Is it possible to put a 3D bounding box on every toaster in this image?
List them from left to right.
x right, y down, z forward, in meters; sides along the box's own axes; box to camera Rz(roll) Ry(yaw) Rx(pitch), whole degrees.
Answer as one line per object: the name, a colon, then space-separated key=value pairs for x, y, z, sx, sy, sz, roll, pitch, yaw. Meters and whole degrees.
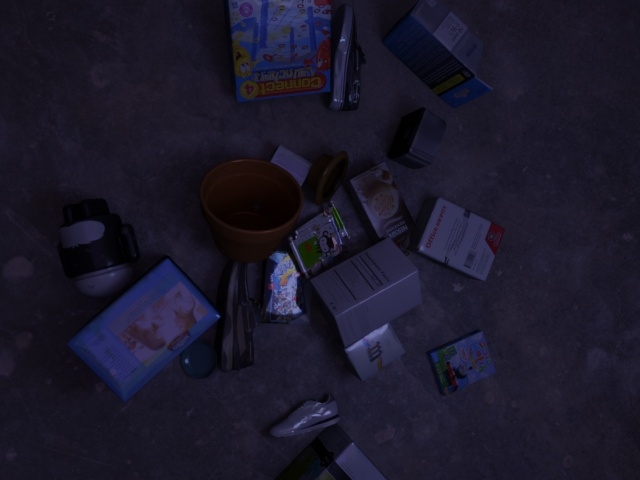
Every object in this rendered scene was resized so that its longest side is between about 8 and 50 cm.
toaster: x=0.312 y=-0.326 z=1.834 sx=0.110 sy=0.168 sz=0.185 roll=23 pitch=83 yaw=-14

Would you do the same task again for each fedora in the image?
fedora: x=0.014 y=-0.208 z=1.772 sx=0.079 sy=0.194 sz=0.194 roll=31 pitch=81 yaw=16

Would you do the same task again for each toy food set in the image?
toy food set: x=0.264 y=0.038 z=1.858 sx=0.078 sy=0.019 sz=0.122 roll=-16 pitch=135 yaw=-14

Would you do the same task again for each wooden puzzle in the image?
wooden puzzle: x=0.052 y=0.041 z=1.847 sx=0.083 sy=0.006 sz=0.049 roll=-2 pitch=90 yaw=-15

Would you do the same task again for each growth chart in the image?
growth chart: x=0.000 y=0.000 z=1.792 sx=0.237 sy=0.021 sz=0.172 roll=-40 pitch=108 yaw=-29

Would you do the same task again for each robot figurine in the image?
robot figurine: x=-0.633 y=0.023 z=1.584 sx=0.174 sy=0.209 sz=0.278 roll=-17 pitch=93 yaw=-35

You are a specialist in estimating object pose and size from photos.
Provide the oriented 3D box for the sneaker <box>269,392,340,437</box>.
sneaker: x=-0.056 y=0.565 z=1.786 sx=0.235 sy=0.090 sz=0.094 roll=-13 pitch=80 yaw=-18

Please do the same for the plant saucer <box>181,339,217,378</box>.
plant saucer: x=-0.366 y=0.362 z=1.707 sx=0.119 sy=0.021 sz=0.119 roll=-1 pitch=88 yaw=15

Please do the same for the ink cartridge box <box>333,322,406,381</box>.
ink cartridge box: x=0.156 y=0.347 z=1.811 sx=0.176 sy=0.128 sz=0.127 roll=-30 pitch=97 yaw=-12

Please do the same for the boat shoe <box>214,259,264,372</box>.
boat shoe: x=-0.247 y=0.226 z=1.718 sx=0.130 sy=0.132 sz=0.355 roll=3 pitch=98 yaw=-25

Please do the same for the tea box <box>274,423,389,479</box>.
tea box: x=0.057 y=0.818 z=1.736 sx=0.323 sy=0.220 sz=0.329 roll=-41 pitch=99 yaw=-12

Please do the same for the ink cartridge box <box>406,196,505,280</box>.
ink cartridge box: x=0.456 y=-0.005 z=1.899 sx=0.273 sy=0.114 sz=0.197 roll=24 pitch=85 yaw=-14

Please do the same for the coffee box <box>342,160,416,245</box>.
coffee box: x=0.194 y=-0.117 z=1.837 sx=0.141 sy=0.098 sz=0.246 roll=-29 pitch=97 yaw=-12

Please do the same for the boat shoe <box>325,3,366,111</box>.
boat shoe: x=0.087 y=-0.585 z=1.815 sx=0.119 sy=0.121 sz=0.335 roll=2 pitch=100 yaw=-23

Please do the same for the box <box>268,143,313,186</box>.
box: x=-0.114 y=-0.211 z=1.770 sx=0.126 sy=0.072 sz=0.137 roll=31 pitch=82 yaw=-13

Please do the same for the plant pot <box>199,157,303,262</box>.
plant pot: x=-0.210 y=-0.071 z=1.639 sx=0.291 sy=0.203 sz=0.291 roll=7 pitch=50 yaw=-9

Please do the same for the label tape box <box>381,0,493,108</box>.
label tape box: x=0.395 y=-0.606 z=1.815 sx=0.348 sy=0.249 sz=0.115 roll=38 pitch=81 yaw=-12

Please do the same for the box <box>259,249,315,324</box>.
box: x=-0.107 y=0.149 z=1.779 sx=0.159 sy=0.044 sz=0.233 roll=6 pitch=88 yaw=-19

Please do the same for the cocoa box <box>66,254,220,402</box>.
cocoa box: x=-0.491 y=0.238 z=1.587 sx=0.347 sy=0.228 sz=0.231 roll=-42 pitch=100 yaw=-11

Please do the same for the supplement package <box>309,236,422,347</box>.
supplement package: x=0.146 y=0.160 z=1.746 sx=0.293 sy=0.175 sz=0.177 roll=-27 pitch=137 yaw=-10

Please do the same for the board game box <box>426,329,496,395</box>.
board game box: x=0.492 y=0.424 z=1.946 sx=0.211 sy=0.039 sz=0.160 roll=-20 pitch=95 yaw=-15

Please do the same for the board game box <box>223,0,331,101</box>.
board game box: x=-0.124 y=-0.591 z=1.684 sx=0.308 sy=0.086 sz=0.302 roll=-11 pitch=127 yaw=-14
